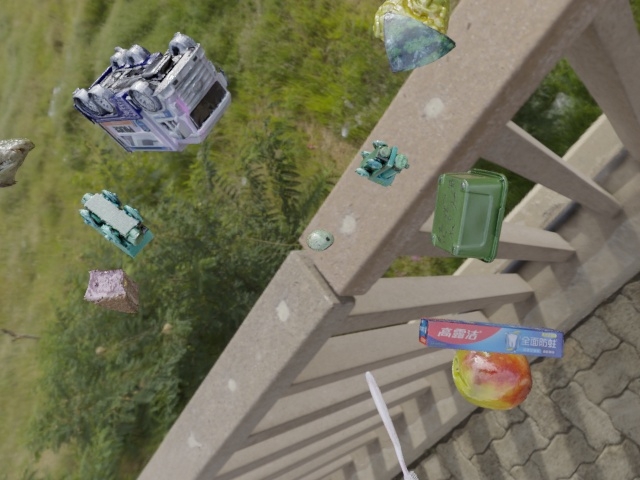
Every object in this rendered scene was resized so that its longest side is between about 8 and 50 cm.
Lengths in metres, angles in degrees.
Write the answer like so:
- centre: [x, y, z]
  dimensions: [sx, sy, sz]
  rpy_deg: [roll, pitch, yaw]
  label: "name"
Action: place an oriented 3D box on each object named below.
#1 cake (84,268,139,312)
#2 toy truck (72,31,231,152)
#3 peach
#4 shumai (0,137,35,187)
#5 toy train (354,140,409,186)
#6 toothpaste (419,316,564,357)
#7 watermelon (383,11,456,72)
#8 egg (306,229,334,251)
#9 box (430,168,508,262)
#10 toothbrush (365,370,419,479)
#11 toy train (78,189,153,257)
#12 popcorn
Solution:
- centre: [-0.658, 0.172, 1.530]
  dimensions: [0.112, 0.295, 0.116]
  rpy_deg: [-5, 75, -1]
  label: "cake"
- centre: [-0.260, -0.219, 0.738]
  dimensions: [0.267, 0.155, 0.124]
  rpy_deg: [11, 62, 39]
  label: "toy truck"
- centre: [0.530, 0.410, 1.423]
  dimensions: [0.231, 0.231, 0.231]
  rpy_deg: [-3, 86, 40]
  label: "peach"
- centre: [-0.904, -0.213, 1.297]
  dimensions: [0.201, 0.201, 0.120]
  rpy_deg: [13, 123, 40]
  label: "shumai"
- centre: [0.279, -0.338, 2.052]
  dimensions: [0.298, 0.194, 0.120]
  rpy_deg: [158, 132, -76]
  label: "toy train"
- centre: [0.400, 0.228, 1.087]
  dimensions: [0.320, 0.076, 0.066]
  rpy_deg: [4, 86, -1]
  label: "toothpaste"
- centre: [0.288, -0.598, 1.345]
  dimensions: [0.207, 0.136, 0.202]
  rpy_deg: [0, 46, 8]
  label: "watermelon"
- centre: [0.000, 0.000, 1.785]
  dimensions: [0.085, 0.110, 0.085]
  rpy_deg: [179, 90, -73]
  label: "egg"
- centre: [0.538, -0.094, 1.700]
  dimensions: [0.253, 0.177, 0.329]
  rpy_deg: [-140, 50, -68]
  label: "box"
- centre: [0.170, 0.450, 1.075]
  dimensions: [0.025, 0.029, 0.307]
  rpy_deg: [-25, 85, 41]
  label: "toothbrush"
- centre: [-0.552, -0.046, 1.241]
  dimensions: [0.198, 0.154, 0.107]
  rpy_deg: [35, 68, 9]
  label: "toy train"
- centre: [0.313, -0.750, 1.579]
  dimensions: [0.235, 0.250, 0.242]
  rpy_deg: [116, 168, -50]
  label: "popcorn"
